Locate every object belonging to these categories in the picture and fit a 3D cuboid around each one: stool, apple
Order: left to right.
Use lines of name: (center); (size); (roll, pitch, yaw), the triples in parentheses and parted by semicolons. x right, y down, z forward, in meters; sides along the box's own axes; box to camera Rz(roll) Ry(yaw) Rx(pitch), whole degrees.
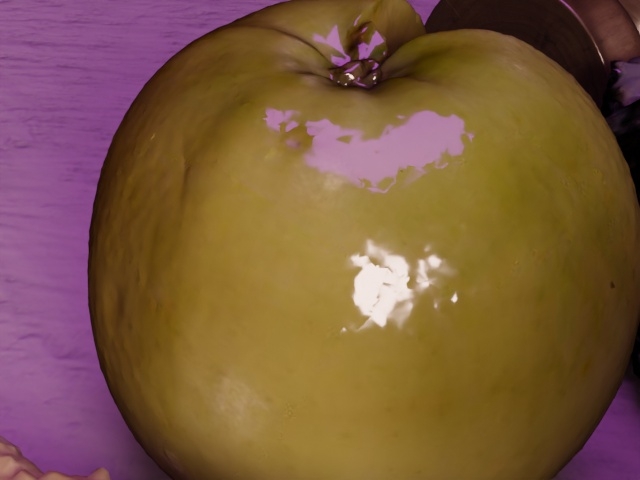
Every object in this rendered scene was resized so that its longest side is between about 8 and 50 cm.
apple: (0.021, 0.011, 0.681); (0.291, 0.254, 0.292); (-2, 32, 2)
stool: (0.226, -0.155, 1.050); (0.179, 0.179, 0.264); (26, 37, 35)

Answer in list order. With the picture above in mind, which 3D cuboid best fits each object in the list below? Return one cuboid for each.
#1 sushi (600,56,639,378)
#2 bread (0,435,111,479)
sushi: (0.270, 0.012, 0.776); (0.210, 0.171, 0.350); (-3, 31, -12)
bread: (-0.087, 0.198, 0.441); (0.375, 0.165, 0.236); (16, 29, 23)
